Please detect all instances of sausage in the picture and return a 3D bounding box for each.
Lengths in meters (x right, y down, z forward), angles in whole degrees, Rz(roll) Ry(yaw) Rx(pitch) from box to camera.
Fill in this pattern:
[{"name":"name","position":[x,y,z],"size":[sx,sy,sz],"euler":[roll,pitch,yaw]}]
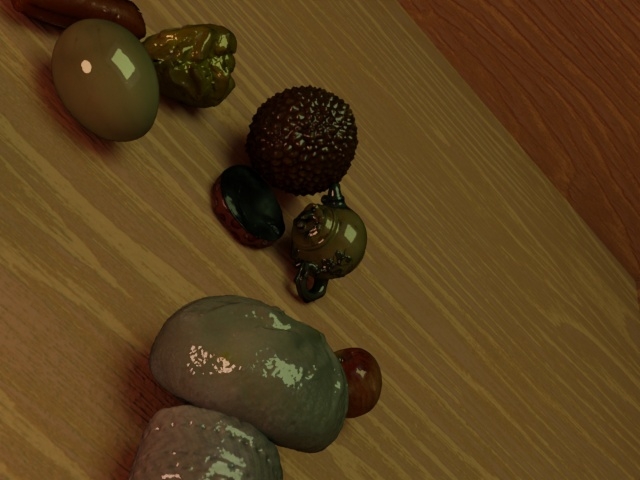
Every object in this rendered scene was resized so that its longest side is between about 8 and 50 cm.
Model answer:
[{"name":"sausage","position":[-0.484,-0.458,1.955],"size":[0.330,0.102,0.102],"euler":[7,55,-54]}]

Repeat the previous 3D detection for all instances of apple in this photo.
[{"name":"apple","position":[0.057,0.287,1.970],"size":[0.146,0.147,0.130],"euler":[-47,127,-60]}]

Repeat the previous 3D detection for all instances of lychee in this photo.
[{"name":"lychee","position":[-0.051,-0.223,2.196],"size":[0.267,0.267,0.267],"euler":[36,35,-31]}]

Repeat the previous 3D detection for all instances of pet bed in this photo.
[{"name":"pet bed","position":[-0.153,-0.073,2.104],"size":[0.201,0.053,0.201],"euler":[37,34,-30]}]

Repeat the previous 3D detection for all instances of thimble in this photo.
[{"name":"thimble","position":[-0.174,0.377,1.473],"size":[0.245,0.217,0.157],"euler":[50,37,-33]}]

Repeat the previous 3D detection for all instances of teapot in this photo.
[{"name":"teapot","position":[0.000,0.000,2.133],"size":[0.182,0.173,0.269],"euler":[45,61,-46]}]

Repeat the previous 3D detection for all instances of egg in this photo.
[{"name":"egg","position":[-0.400,-0.298,1.828],"size":[0.241,0.186,0.186],"euler":[63,30,1]}]

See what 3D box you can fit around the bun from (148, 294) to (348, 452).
[{"name":"bun","position":[-0.104,0.215,1.632],"size":[0.362,0.362,0.211],"euler":[33,77,-34]}]

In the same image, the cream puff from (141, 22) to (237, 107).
[{"name":"cream puff","position":[-0.266,-0.377,2.125],"size":[0.221,0.195,0.194],"euler":[-18,76,-55]}]
